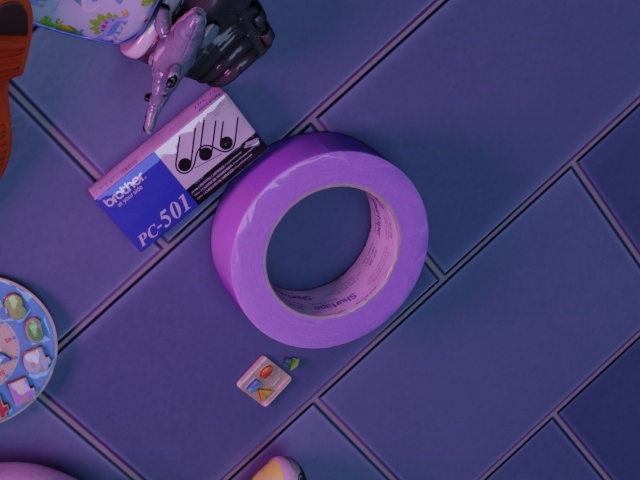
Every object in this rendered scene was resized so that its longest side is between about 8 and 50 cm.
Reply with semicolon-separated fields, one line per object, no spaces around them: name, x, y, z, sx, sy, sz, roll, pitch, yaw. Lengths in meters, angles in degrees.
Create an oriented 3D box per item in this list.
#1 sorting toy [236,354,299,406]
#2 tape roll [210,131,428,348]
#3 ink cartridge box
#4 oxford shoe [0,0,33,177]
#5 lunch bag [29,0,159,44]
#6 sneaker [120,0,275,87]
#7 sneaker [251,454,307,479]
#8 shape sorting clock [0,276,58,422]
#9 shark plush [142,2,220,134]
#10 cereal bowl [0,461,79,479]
sorting toy;-0.068;0.186;1.809;0.083;0.012;0.062;-47;121;1
tape roll;0.000;0.000;1.715;0.275;0.090;0.274;-9;116;-20
ink cartridge box;-0.176;-0.089;1.624;0.207;0.046;0.097;-40;121;-3
oxford shoe;-0.427;-0.142;1.467;0.130;0.133;0.363;-29;147;-59
lunch bag;-0.246;-0.322;1.419;0.176;0.090;0.219;10;140;-27
sneaker;-0.096;-0.309;1.534;0.147;0.104;0.295;28;106;-32
sneaker;-0.143;0.466;1.823;0.147;0.145;0.384;25;99;-31
shape sorting clock;-0.427;0.140;1.616;0.206;0.040;0.206;-9;115;-20
shark plush;-0.174;-0.196;1.477;0.073;0.067;0.161;29;110;-27
cereal bowl;-0.398;0.460;1.649;0.339;0.141;0.339;-1;103;-3
